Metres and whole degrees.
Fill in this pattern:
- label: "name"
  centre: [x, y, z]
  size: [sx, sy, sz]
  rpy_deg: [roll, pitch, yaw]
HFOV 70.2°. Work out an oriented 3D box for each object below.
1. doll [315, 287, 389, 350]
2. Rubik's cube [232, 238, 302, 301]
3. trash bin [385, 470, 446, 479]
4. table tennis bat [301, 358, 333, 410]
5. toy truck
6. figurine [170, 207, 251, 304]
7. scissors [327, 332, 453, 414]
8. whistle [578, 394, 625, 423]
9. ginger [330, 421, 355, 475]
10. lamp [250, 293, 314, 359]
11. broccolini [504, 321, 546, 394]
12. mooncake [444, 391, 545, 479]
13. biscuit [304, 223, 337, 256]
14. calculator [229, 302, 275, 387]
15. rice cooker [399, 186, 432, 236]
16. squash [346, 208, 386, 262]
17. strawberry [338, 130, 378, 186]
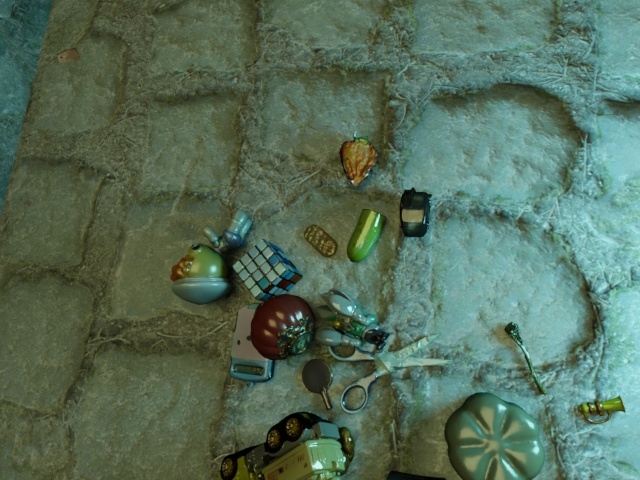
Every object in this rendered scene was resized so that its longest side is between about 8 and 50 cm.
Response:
- label: "doll"
  centre: [0.087, 0.248, 1.462]
  size: [0.258, 0.153, 0.195]
  rpy_deg: [-1, 91, 33]
- label: "Rubik's cube"
  centre: [-0.185, 0.111, 1.601]
  size: [0.155, 0.151, 0.154]
  rpy_deg: [-44, 66, 4]
- label: "trash bin"
  centre: [0.272, 0.799, 1.294]
  size: [0.165, 0.115, 0.225]
  rpy_deg: [-1, 80, 17]
- label: "table tennis bat"
  centre: [-0.018, 0.465, 1.469]
  size: [0.107, 0.119, 0.170]
  rpy_deg: [-29, 67, 11]
- label: "toy truck"
  centre: [-0.111, 0.692, 1.352]
  size: [0.405, 0.180, 0.254]
  rpy_deg: [-37, 46, 19]
- label: "figurine"
  centre: [-0.374, 0.056, 1.639]
  size: [0.205, 0.224, 0.382]
  rpy_deg: [26, 85, 19]
- label: "scissors"
  centre: [0.222, 0.393, 1.455]
  size: [0.383, 0.029, 0.256]
  rpy_deg: [-16, 68, 11]
- label: "whistle"
  centre: [0.776, 0.466, 1.255]
  size: [0.109, 0.057, 0.046]
  rpy_deg: [-21, 25, 21]
- label: "ginger"
  centre: [0.060, 0.657, 1.420]
  size: [0.103, 0.073, 0.162]
  rpy_deg: [0, 71, 22]
- label: "lamp"
  centre: [-0.127, 0.279, 1.487]
  size: [0.227, 0.227, 0.227]
  rpy_deg: [-5, 75, 17]
- label: "broccolini"
  centre: [0.611, 0.344, 1.342]
  size: [0.044, 0.042, 0.218]
  rpy_deg: [-26, 76, 9]
- label: "mooncake"
  centre: [0.481, 0.568, 1.270]
  size: [0.275, 0.135, 0.275]
  rpy_deg: [-5, 71, 15]
- label: "biscuit"
  centre: [0.000, 0.000, 1.638]
  size: [0.071, 0.018, 0.147]
  rpy_deg: [-47, 68, 1]
- label: "calculator"
  centre: [-0.234, 0.366, 1.604]
  size: [0.173, 0.051, 0.293]
  rpy_deg: [2, 77, 18]
- label: "rice cooker"
  centre: [0.312, -0.091, 1.507]
  size: [0.106, 0.112, 0.165]
  rpy_deg: [9, 79, 15]
- label: "squash"
  centre: [0.151, -0.010, 1.555]
  size: [0.095, 0.095, 0.188]
  rpy_deg: [22, 87, 22]
- label: "strawberry"
  centre: [0.139, -0.288, 1.631]
  size: [0.140, 0.085, 0.192]
  rpy_deg: [-25, 75, 3]
